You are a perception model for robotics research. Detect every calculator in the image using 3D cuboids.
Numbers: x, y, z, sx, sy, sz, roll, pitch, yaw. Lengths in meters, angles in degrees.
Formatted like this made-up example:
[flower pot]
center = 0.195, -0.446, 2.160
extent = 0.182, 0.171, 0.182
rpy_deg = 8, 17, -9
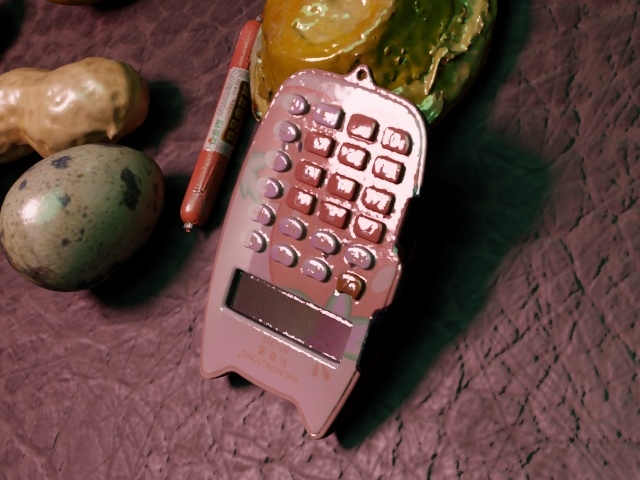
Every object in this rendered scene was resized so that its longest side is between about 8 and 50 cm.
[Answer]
[calculator]
center = 0.000, 0.000, 1.381
extent = 0.220, 0.048, 0.330
rpy_deg = 25, 103, 40

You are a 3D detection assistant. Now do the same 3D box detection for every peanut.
[peanut]
center = -0.301, -0.142, 1.669
extent = 0.263, 0.101, 0.117
rpy_deg = 0, 48, 34

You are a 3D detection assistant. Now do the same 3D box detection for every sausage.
[sausage]
center = -0.098, -0.124, 1.566
extent = 0.034, 0.034, 0.253
rpy_deg = 5, 72, 36

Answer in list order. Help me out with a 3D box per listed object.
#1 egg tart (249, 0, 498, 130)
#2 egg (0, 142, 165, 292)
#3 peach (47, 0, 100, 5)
[egg tart]
center = 0.035, -0.213, 1.469
extent = 0.294, 0.116, 0.295
rpy_deg = -14, 61, 26
[egg]
center = -0.242, -0.027, 1.550
extent = 0.181, 0.141, 0.141
rpy_deg = -35, 50, -9
[peach]
center = -0.291, -0.366, 1.711
extent = 0.197, 0.197, 0.197
rpy_deg = -15, 60, 28
